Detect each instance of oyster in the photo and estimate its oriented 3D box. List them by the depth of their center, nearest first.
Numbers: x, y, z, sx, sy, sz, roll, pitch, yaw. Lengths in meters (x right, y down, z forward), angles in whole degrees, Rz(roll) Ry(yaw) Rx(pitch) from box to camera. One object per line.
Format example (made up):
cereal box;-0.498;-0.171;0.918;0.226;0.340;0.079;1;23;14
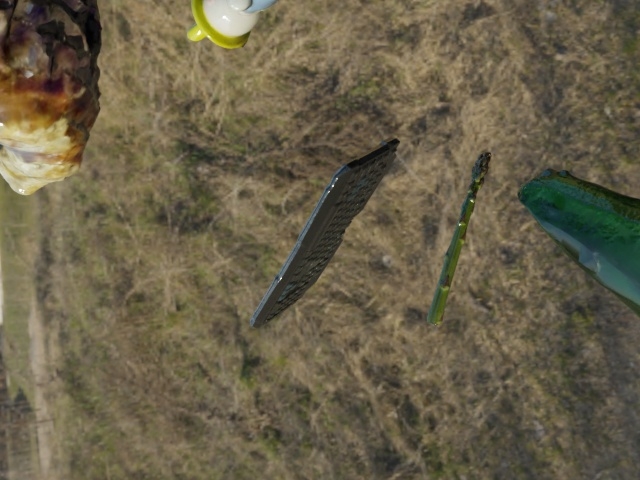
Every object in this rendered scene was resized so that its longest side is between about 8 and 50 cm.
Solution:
oyster;-0.252;-0.132;0.534;0.275;0.271;0.100;-29;62;30

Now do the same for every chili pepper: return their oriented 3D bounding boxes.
chili pepper;0.231;0.024;0.512;0.216;0.062;0.108;43;149;28

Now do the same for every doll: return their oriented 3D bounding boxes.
doll;-0.084;-0.309;0.867;0.241;0.098;0.135;-22;61;47

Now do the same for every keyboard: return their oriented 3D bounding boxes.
keyboard;0.000;0.000;0.728;0.016;0.106;0.262;44;136;12

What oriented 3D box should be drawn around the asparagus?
asparagus;0.187;-0.006;0.965;0.025;0.024;0.249;2;73;71
